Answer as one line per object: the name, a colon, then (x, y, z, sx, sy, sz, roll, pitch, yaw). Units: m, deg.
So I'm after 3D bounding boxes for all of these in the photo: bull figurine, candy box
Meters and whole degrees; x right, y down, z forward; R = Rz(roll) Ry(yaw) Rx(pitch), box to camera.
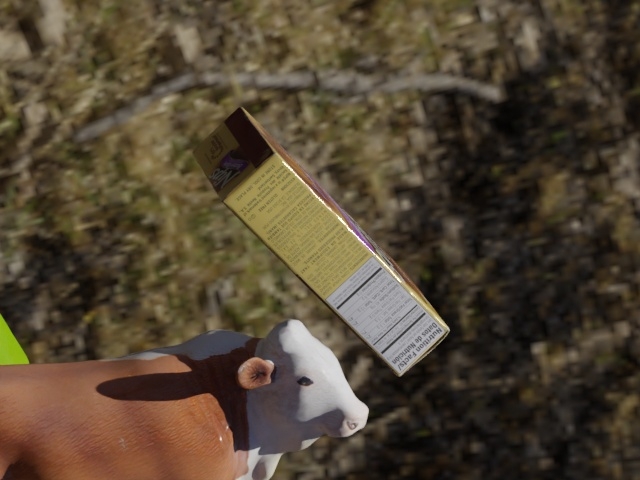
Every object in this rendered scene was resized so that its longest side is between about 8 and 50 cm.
bull figurine: (-0.127, 0.143, 1.201, 0.310, 0.101, 0.188, -1, 99, -4)
candy box: (0.000, 0.000, 1.331, 0.053, 0.109, 0.186, -42, 115, 3)

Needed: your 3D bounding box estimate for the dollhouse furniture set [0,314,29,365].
dollhouse furniture set: (-0.410, 0.109, 1.491, 0.197, 0.301, 0.151, 61, 23, -18)
